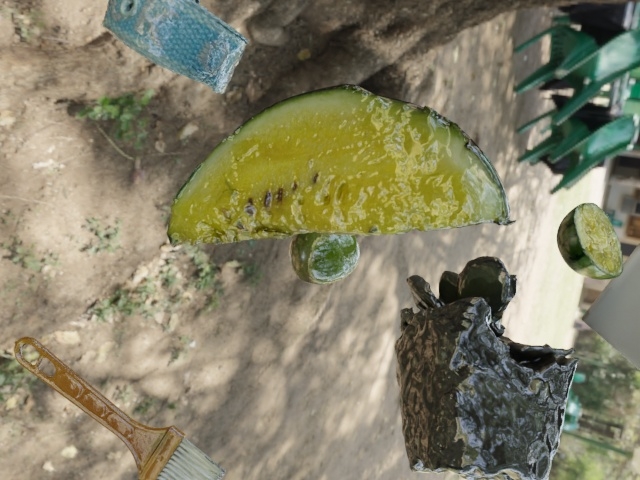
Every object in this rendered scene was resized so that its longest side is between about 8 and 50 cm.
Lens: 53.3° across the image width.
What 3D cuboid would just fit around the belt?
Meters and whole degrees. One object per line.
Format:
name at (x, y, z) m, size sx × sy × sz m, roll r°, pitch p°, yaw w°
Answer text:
belt at (-0.148, -0.217, 0.654) m, size 0.147 × 0.163 × 0.082 m, roll 16°, pitch 105°, yaw -59°

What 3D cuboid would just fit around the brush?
brush at (-0.260, 0.218, 0.790) m, size 0.090 × 0.314 × 0.017 m, roll -57°, pitch 173°, yaw 15°

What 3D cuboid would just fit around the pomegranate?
pomegranate at (0.008, 0.009, 1.538) m, size 0.179 × 0.179 × 0.211 m, roll -50°, pitch 147°, yaw -46°

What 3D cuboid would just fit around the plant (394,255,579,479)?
plant at (0.201, 0.163, 0.806) m, size 0.199 × 0.188 × 0.276 m, roll 133°, pitch -36°, yaw -64°

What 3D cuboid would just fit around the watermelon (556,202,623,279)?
watermelon at (0.348, 0.007, 0.836) m, size 0.105 × 0.062 × 0.106 m, roll 21°, pitch 55°, yaw -33°

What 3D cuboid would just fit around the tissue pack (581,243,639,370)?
tissue pack at (0.522, 0.130, 0.911) m, size 0.246 × 0.159 × 0.136 m, roll 21°, pitch 110°, yaw -38°

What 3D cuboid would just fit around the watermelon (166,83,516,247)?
watermelon at (0.013, -0.050, 0.542) m, size 0.123 × 0.301 × 0.129 m, roll 51°, pitch 44°, yaw -52°
